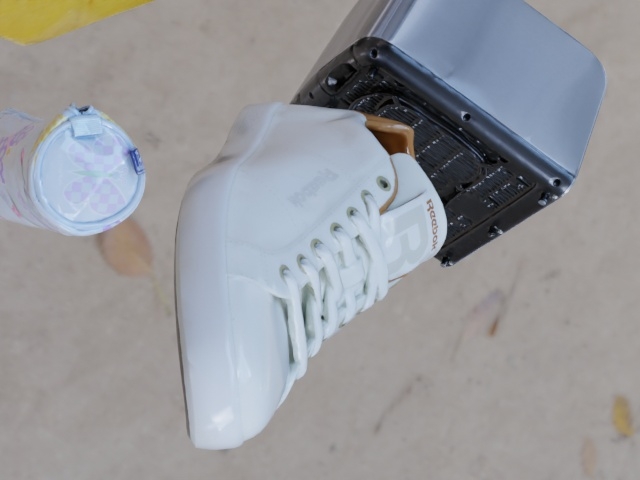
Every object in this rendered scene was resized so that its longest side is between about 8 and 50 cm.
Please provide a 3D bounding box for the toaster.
[{"bbox_3d":[0.069,-0.086,1.004,0.185,0.168,0.110,34,60,-10],"label":"toaster"}]

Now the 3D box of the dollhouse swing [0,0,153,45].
[{"bbox_3d":[-0.045,-0.294,0.484,0.346,0.315,0.305,-27,80,-29],"label":"dollhouse swing"}]

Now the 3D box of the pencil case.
[{"bbox_3d":[-0.276,-0.072,1.540,0.113,0.273,0.124,-24,104,-25],"label":"pencil case"}]

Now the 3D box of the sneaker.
[{"bbox_3d":[0.000,0.000,0.783,0.290,0.123,0.106,-76,163,-59],"label":"sneaker"}]
